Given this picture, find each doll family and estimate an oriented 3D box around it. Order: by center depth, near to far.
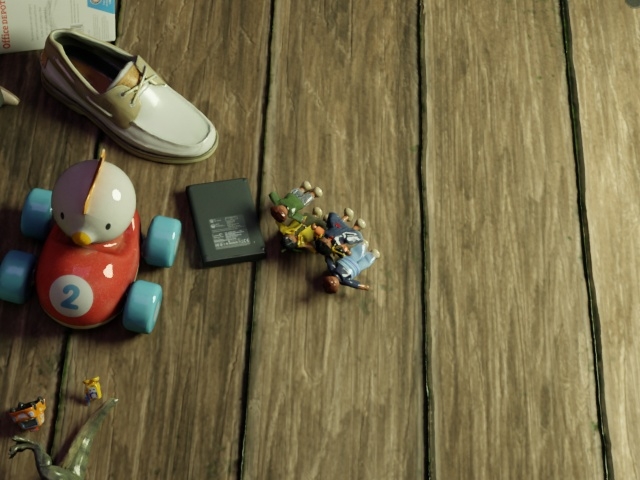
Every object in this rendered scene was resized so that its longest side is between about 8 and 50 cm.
[{"bbox_3d":[0.000,0.000,1.866,0.193,0.076,0.111,32,40,17],"label":"doll family"}]

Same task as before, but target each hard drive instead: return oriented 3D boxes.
[{"bbox_3d":[-0.139,-0.028,1.894,0.094,0.022,0.135,-9,61,-13],"label":"hard drive"}]

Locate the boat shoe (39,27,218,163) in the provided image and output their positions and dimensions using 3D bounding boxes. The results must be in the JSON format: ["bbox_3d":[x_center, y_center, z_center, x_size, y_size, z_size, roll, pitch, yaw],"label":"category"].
[{"bbox_3d":[-0.292,-0.217,1.939,0.302,0.103,0.113,26,59,8],"label":"boat shoe"}]

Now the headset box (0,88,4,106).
[{"bbox_3d":[-0.616,-0.193,1.847,0.293,0.110,0.218,25,66,13],"label":"headset box"}]

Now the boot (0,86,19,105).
[{"bbox_3d":[-0.524,-0.202,1.938,0.118,0.042,0.087,23,65,7],"label":"boot"}]

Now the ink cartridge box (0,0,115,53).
[{"bbox_3d":[-0.417,-0.369,1.992,0.190,0.140,0.082,-8,59,-13],"label":"ink cartridge box"}]

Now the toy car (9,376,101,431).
[{"bbox_3d":[-0.344,0.219,1.696,0.122,0.060,0.041,-17,94,-10],"label":"toy car"}]

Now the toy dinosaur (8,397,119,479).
[{"bbox_3d":[-0.346,0.310,1.639,0.118,0.064,0.268,15,55,-7],"label":"toy dinosaur"}]

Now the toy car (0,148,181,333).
[{"bbox_3d":[-0.311,-0.017,1.735,0.219,0.238,0.210,13,58,0],"label":"toy car"}]
